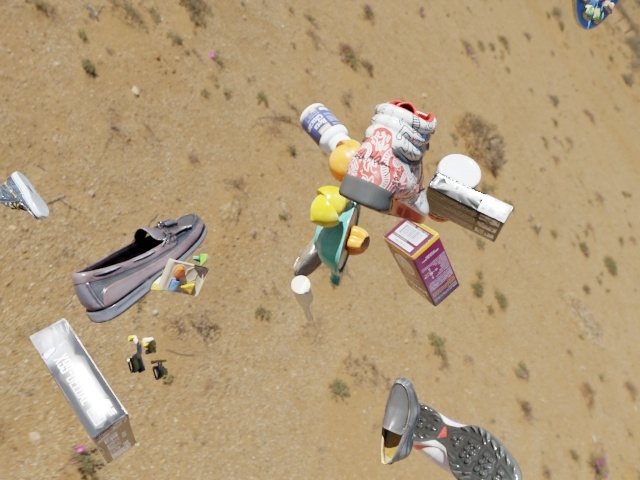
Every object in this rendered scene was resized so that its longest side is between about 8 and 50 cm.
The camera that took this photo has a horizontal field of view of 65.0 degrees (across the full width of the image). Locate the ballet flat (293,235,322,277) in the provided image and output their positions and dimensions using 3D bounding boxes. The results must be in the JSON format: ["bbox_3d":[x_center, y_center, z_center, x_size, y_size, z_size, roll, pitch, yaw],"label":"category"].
[{"bbox_3d":[0.000,0.000,1.425,0.058,0.250,0.084,34,-5,29],"label":"ballet flat"}]

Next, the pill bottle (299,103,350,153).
[{"bbox_3d":[0.021,-0.316,1.470,0.094,0.094,0.169,-2,45,-49],"label":"pill bottle"}]

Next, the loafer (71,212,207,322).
[{"bbox_3d":[-0.314,0.020,0.909,0.302,0.109,0.095,-54,129,-49],"label":"loafer"}]

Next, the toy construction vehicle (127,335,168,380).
[{"bbox_3d":[-0.369,0.250,1.080,0.086,0.035,0.098,16,47,-57],"label":"toy construction vehicle"}]

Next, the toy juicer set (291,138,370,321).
[{"bbox_3d":[0.033,-0.006,0.820,0.209,0.089,0.329,15,91,-80],"label":"toy juicer set"}]

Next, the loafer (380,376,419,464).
[{"bbox_3d":[0.145,0.341,0.940,0.061,0.062,0.170,-13,107,-49],"label":"loafer"}]

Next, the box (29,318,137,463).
[{"bbox_3d":[-0.502,0.336,1.084,0.076,0.307,0.242,-32,71,-30],"label":"box"}]

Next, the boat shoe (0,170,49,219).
[{"bbox_3d":[-0.821,-0.103,1.384,0.183,0.083,0.065,47,-4,23],"label":"boat shoe"}]

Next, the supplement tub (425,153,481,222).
[{"bbox_3d":[0.351,-0.135,1.368,0.117,0.190,0.117,2,62,-4],"label":"supplement tub"}]

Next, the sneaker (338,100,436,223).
[{"bbox_3d":[0.124,-0.108,0.716,0.090,0.145,0.270,28,10,23],"label":"sneaker"}]

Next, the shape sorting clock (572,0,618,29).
[{"bbox_3d":[0.501,-0.475,0.871,0.040,0.206,0.206,32,23,35],"label":"shape sorting clock"}]

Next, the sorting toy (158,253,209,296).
[{"bbox_3d":[-0.200,0.048,0.751,0.062,0.083,0.012,18,27,-23],"label":"sorting toy"}]

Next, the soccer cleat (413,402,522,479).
[{"bbox_3d":[0.282,0.424,0.998,0.116,0.318,0.108,47,73,-22],"label":"soccer cleat"}]

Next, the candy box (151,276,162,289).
[{"bbox_3d":[-0.494,0.123,1.535,0.206,0.027,0.105,5,16,-5],"label":"candy box"}]

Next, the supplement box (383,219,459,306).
[{"bbox_3d":[0.230,0.048,1.135,0.104,0.081,0.188,40,-13,49],"label":"supplement box"}]

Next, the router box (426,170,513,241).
[{"bbox_3d":[0.323,-0.073,1.116,0.179,0.133,0.046,29,79,17],"label":"router box"}]
